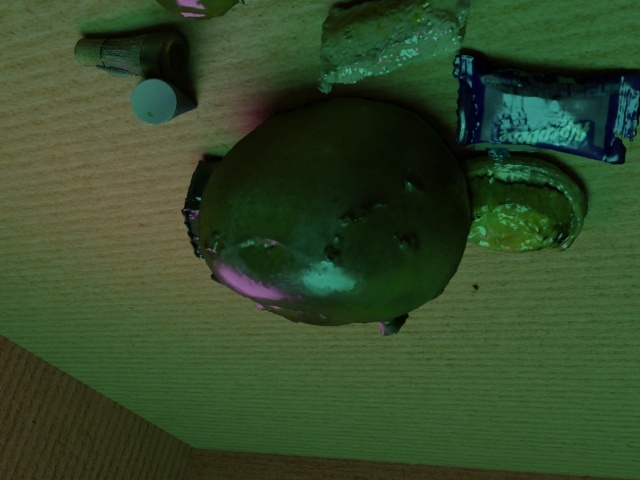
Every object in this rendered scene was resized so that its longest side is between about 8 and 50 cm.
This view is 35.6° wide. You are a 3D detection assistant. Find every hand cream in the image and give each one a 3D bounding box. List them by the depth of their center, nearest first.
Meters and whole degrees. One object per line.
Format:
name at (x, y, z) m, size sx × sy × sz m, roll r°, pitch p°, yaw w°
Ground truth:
hand cream at (-0.255, -0.229, 1.615) m, size 0.111 × 0.070 × 0.312 m, roll 10°, pitch -171°, yaw -8°
hand cream at (-0.316, -0.303, 1.622) m, size 0.203 × 0.084 × 0.084 m, roll 10°, pitch 154°, yaw 25°

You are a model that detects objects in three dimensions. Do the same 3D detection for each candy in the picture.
candy at (0.326, -0.192, 1.463) m, size 0.275 × 0.070 × 0.145 m, roll 8°, pitch 121°, yaw 10°

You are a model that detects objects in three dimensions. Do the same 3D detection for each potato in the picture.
potato at (0.000, 0.000, 1.630) m, size 0.442 × 0.319 × 0.385 m, roll -2°, pitch 120°, yaw 27°

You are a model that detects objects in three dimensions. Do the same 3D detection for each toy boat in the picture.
toy boat at (0.333, -0.168, 1.555) m, size 0.210 × 0.066 × 0.084 m, roll 0°, pitch 148°, yaw 9°

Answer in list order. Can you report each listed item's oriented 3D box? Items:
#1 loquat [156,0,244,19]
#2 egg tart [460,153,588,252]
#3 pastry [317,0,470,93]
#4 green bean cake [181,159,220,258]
loquat at (-0.174, -0.379, 1.310) m, size 0.205 × 0.149 × 0.172 m, roll 24°, pitch 159°, yaw 9°
egg tart at (0.324, -0.044, 1.746) m, size 0.291 × 0.107 × 0.290 m, roll 12°, pitch 153°, yaw 6°
pastry at (0.104, -0.297, 1.378) m, size 0.259 × 0.121 × 0.089 m, roll -15°, pitch 167°, yaw 35°
green bean cake at (-0.134, -0.043, 1.965) m, size 0.255 × 0.132 × 0.241 m, roll 7°, pitch 149°, yaw 7°
